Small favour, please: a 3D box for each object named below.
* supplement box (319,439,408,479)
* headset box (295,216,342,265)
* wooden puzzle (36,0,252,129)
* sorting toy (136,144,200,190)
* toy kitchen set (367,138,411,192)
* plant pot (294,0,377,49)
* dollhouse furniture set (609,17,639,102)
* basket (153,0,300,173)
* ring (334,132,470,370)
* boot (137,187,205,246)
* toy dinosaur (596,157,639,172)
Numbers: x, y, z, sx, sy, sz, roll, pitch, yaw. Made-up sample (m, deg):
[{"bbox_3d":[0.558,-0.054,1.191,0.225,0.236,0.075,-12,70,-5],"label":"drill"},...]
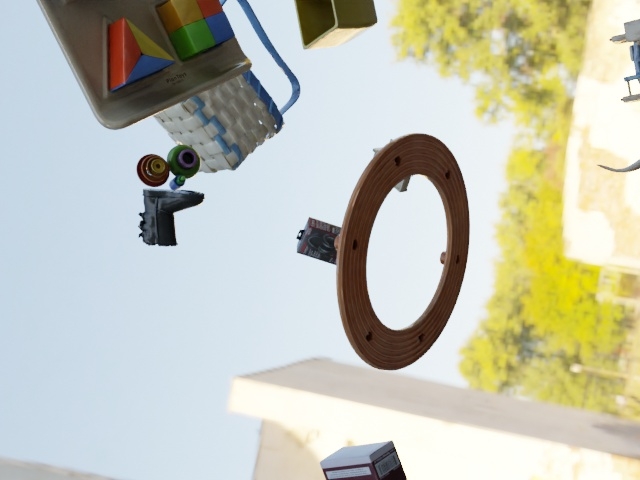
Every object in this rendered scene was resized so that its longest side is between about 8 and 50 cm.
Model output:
[{"bbox_3d":[0.103,0.476,1.754,0.073,0.130,0.239,-22,-88,-45],"label":"supplement box"},{"bbox_3d":[0.000,0.000,1.741,0.032,0.083,0.062,-89,20,-55],"label":"headset box"},{"bbox_3d":[-0.285,-0.384,1.599,0.322,0.080,0.347,-34,-82,-39],"label":"wooden puzzle"},{"bbox_3d":[-0.208,-0.104,1.426,0.102,0.042,0.061,-23,-90,-29],"label":"sorting toy"},{"bbox_3d":[0.134,-0.130,1.594,0.075,0.083,0.068,-11,-49,-37],"label":"toy kitchen set"},{"bbox_3d":[0.025,-0.297,1.305,0.083,0.081,0.081,-4,-101,-36],"label":"plant pot"},{"bbox_3d":[0.593,-0.328,1.837,0.184,0.129,0.129,-10,-90,-60],"label":"dollhouse furniture set"},{"bbox_3d":[-0.175,-0.288,1.890,0.289,0.201,0.254,-51,-57,-25],"label":"basket"},{"bbox_3d":[0.116,0.016,1.413,0.337,0.032,0.336,-18,-68,-51],"label":"ring"},{"bbox_3d":[-0.259,-0.039,1.752,0.045,0.121,0.099,-41,-46,-77],"label":"boot"},{"bbox_3d":[0.434,-0.117,1.251,0.211,0.064,0.112,-41,1,34],"label":"toy dinosaur"}]
